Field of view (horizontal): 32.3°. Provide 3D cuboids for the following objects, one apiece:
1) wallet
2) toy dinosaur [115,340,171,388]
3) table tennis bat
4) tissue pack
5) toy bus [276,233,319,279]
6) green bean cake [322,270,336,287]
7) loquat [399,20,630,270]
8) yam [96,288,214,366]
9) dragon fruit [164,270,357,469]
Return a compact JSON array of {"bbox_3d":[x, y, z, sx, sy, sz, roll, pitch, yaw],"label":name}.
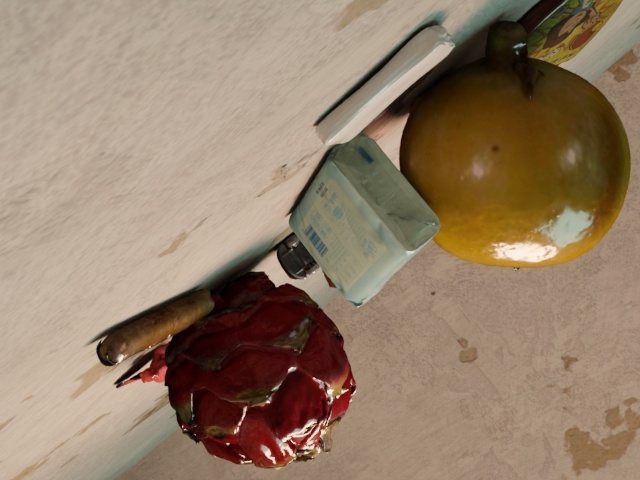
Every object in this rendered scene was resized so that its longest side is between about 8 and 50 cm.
[{"bbox_3d":[0.075,-0.176,1.260,0.190,0.033,0.095,-40,175,21],"label":"wallet"},{"bbox_3d":[-0.296,0.237,2.007,0.139,0.070,0.286,-29,177,3],"label":"toy dinosaur"},{"bbox_3d":[0.343,-0.292,1.755,0.268,0.051,0.414,-26,161,-35],"label":"table tennis bat"},{"bbox_3d":[0.057,-0.025,1.562,0.089,0.177,0.263,-36,173,-24],"label":"tissue pack"},{"bbox_3d":[0.000,0.000,1.903,0.174,0.079,0.077,-37,-177,-15],"label":"toy bus"},{"bbox_3d":[0.087,-0.001,2.273,0.199,0.097,0.232,-38,174,-10],"label":"green bean cake"},{"bbox_3d":[0.264,-0.130,1.547,0.329,0.359,0.328,-7,-154,3],"label":"loquat"},{"bbox_3d":[-0.230,0.121,1.566,0.046,0.046,0.264,-42,174,26],"label":"yam"},{"bbox_3d":[-0.104,0.216,1.806,0.329,0.329,0.329,-38,174,-5],"label":"dragon fruit"}]
